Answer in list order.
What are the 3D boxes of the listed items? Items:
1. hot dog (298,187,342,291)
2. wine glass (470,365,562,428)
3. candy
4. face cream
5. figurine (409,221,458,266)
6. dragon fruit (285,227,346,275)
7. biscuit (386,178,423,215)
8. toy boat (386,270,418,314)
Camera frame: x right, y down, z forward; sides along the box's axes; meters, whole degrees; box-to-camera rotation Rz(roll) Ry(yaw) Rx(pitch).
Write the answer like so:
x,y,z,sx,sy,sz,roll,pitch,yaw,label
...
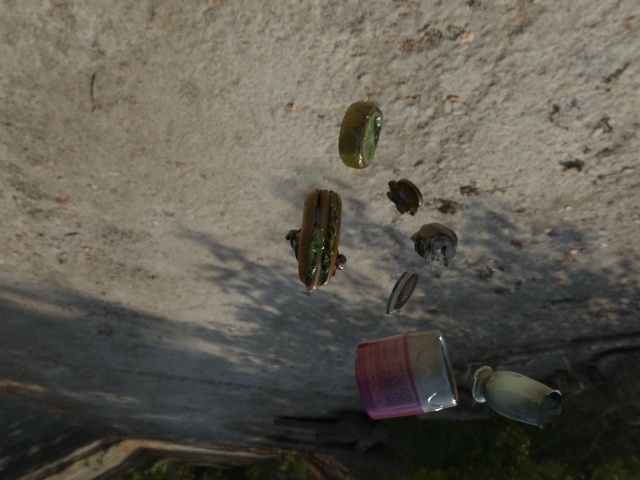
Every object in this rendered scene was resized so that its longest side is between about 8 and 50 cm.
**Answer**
x,y,z,sx,sy,sz,roll,pitch,yaw,label
0.000,0.000,1.531,0.135,0.338,0.100,9,177,-23,hot dog
0.478,0.383,1.167,0.111,0.111,0.204,22,173,-32,wine glass
0.156,-0.402,1.814,0.117,0.260,0.260,13,157,23,candy
0.194,0.299,1.062,0.194,0.175,0.175,-16,148,17,face cream
0.591,0.017,2.390,0.248,0.203,0.380,12,-172,4,figurine
-0.019,0.047,1.954,0.268,0.130,0.295,41,149,10,dragon fruit
0.350,-0.182,1.976,0.039,0.180,0.236,-37,179,-17,biscuit
0.292,0.185,1.668,0.045,0.229,0.080,-25,104,42,toy boat
